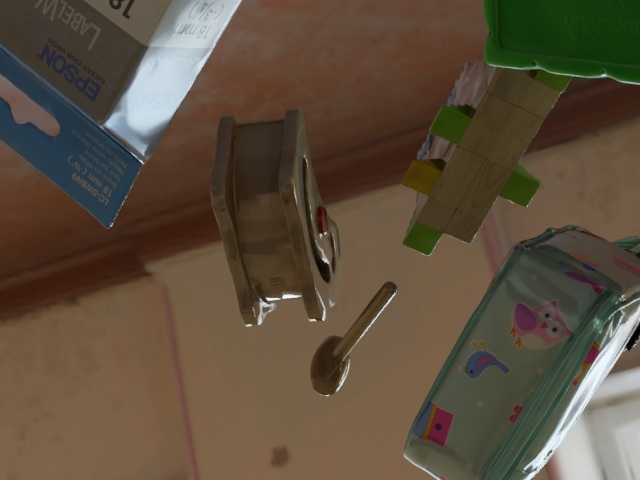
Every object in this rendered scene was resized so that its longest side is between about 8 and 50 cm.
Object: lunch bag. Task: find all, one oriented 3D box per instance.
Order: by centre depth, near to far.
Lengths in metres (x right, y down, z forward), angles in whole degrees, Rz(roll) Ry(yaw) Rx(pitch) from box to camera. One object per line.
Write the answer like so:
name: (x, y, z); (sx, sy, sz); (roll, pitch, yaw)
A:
lunch bag: (0.183, 0.107, 1.003); (0.279, 0.108, 0.224); (-11, 130, -65)

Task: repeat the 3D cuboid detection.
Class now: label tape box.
label tape box: (-0.192, -0.199, 0.864); (0.333, 0.241, 0.106); (-57, 166, 21)

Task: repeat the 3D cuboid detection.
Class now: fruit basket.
fruit basket: (0.391, -0.313, 1.267); (0.392, 0.282, 0.392); (-4, -157, 2)

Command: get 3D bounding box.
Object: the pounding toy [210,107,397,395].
pounding toy: (0.000, 0.000, 1.137); (0.155, 0.154, 0.269); (-5, 121, 12)

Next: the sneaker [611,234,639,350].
sneaker: (0.308, 0.054, 1.265); (0.275, 0.107, 0.110); (-18, -175, -34)

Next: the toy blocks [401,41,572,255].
toy blocks: (0.257, -0.187, 1.878); (0.191, 0.261, 0.381); (23, 120, -8)
